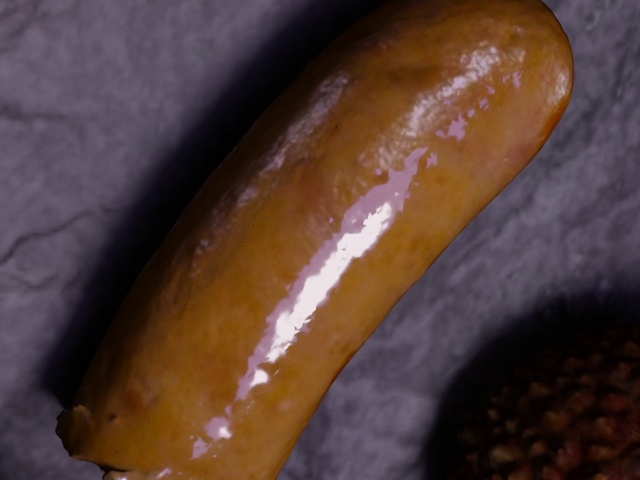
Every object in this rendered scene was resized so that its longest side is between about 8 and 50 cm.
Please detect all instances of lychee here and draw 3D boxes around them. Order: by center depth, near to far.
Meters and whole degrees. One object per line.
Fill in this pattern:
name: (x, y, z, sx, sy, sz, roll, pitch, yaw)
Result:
lychee: (0.167, 0.134, 0.777, 0.188, 0.188, 0.188, -12, 116, -25)

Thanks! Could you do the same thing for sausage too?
sausage: (-0.001, -0.001, 0.671, 0.270, 0.109, 0.109, -51, 126, -1)
